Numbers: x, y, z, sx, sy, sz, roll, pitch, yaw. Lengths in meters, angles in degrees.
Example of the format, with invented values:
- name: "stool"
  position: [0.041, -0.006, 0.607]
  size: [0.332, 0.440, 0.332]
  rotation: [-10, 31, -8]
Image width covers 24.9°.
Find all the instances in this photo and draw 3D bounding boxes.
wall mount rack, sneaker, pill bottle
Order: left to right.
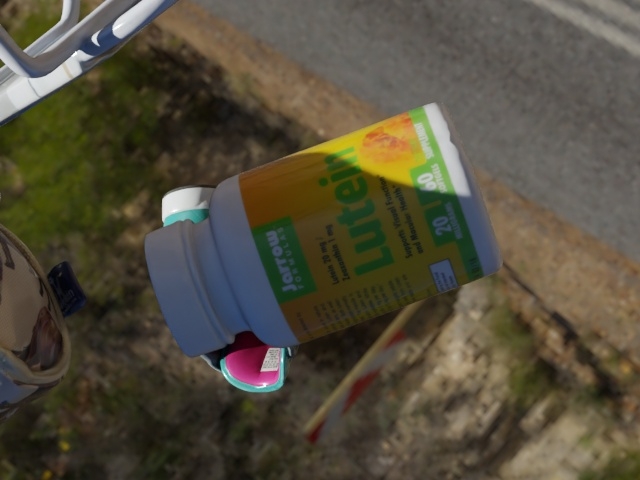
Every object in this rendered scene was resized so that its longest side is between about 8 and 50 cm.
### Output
- name: "wall mount rack"
  position: [-0.164, -0.194, 0.953]
  size: [0.130, 0.304, 0.350]
  rotation: [52, 144, -16]
- name: "sneaker"
  position: [-0.030, 0.065, 1.434]
  size: [0.295, 0.178, 0.124]
  rotation: [16, 155, -35]
- name: "pill bottle"
  position: [0.000, 0.000, 1.082]
  size: [0.136, 0.245, 0.136]
  rotation: [-20, -90, -86]

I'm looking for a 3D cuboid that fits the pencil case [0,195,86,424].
- name: "pencil case"
  position: [-0.369, 0.126, 1.066]
  size: [0.160, 0.410, 0.183]
  rotation: [43, -158, -34]
